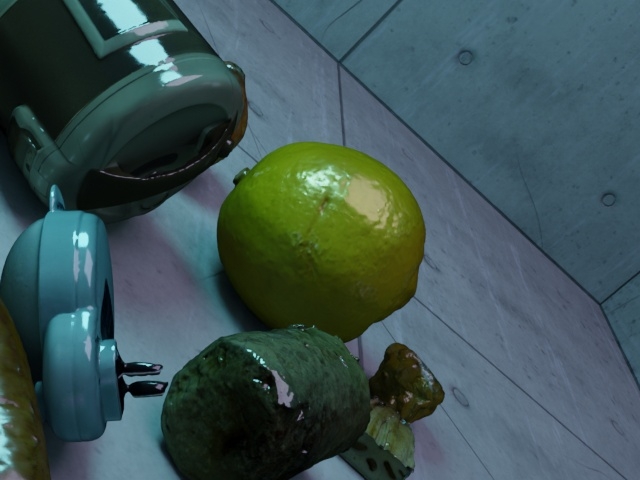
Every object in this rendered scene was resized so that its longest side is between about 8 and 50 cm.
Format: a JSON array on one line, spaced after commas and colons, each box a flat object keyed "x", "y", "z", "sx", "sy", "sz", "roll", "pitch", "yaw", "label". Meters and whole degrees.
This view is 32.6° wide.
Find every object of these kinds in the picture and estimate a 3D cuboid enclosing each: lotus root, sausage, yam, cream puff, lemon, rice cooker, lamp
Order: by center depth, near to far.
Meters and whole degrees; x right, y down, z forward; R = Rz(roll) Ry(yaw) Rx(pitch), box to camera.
[{"x": -0.331, "y": 0.161, "z": 1.023, "sx": 0.136, "sy": 0.123, "sz": 0.501, "roll": 1, "pitch": 42, "yaw": -27, "label": "sausage"}, {"x": -0.273, "y": 0.090, "z": 1.195, "sx": 0.209, "sy": 0.147, "sz": 0.284, "roll": 91, "pitch": -26, "yaw": -45, "label": "lamp"}, {"x": -0.062, "y": 0.209, "z": 1.404, "sx": 0.195, "sy": 0.195, "sz": 0.300, "roll": 51, "pitch": 18, "yaw": 14, "label": "yam"}, {"x": -0.296, "y": -0.203, "z": 1.545, "sx": 0.325, "sy": 0.335, "sz": 0.335, "roll": 53, "pitch": 19, "yaw": 16, "label": "rice cooker"}, {"x": 0.083, "y": 0.309, "z": 1.701, "sx": 0.143, "sy": 0.070, "sz": 0.144, "roll": 41, "pitch": 22, "yaw": 3, "label": "lotus root"}, {"x": 0.000, "y": 0.000, "z": 1.767, "sx": 0.348, "sy": 0.348, "sz": 0.348, "roll": 41, "pitch": 19, "yaw": -17, "label": "lemon"}, {"x": 0.142, "y": 0.258, "z": 1.890, "sx": 0.146, "sy": 0.116, "sz": 0.146, "roll": 48, "pitch": -7, "yaw": 8, "label": "cream puff"}]

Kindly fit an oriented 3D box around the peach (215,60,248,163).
[{"x": -0.222, "y": -0.237, "z": 1.918, "sx": 0.232, "sy": 0.232, "sz": 0.232, "roll": 41, "pitch": 19, "yaw": -17, "label": "peach"}]
